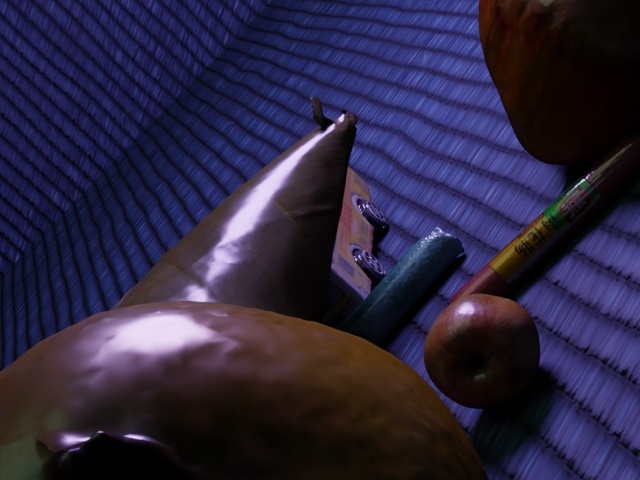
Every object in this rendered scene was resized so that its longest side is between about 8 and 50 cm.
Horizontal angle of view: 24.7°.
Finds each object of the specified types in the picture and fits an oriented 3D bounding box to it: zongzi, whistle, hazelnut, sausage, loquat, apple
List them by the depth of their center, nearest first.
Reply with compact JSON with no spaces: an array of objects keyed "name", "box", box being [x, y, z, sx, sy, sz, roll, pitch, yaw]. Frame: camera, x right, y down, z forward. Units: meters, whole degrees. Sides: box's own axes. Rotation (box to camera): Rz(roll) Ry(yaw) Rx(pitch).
[{"name":"loquat","box":[-0.058,0.198,0.779,0.328,0.328,0.359,-53,-23,-24]},{"name":"apple","box":[0.112,0.075,1.012,0.084,0.084,0.071,-38,9,25]},{"name":"zongzi","box":[-0.068,0.104,1.114,0.418,0.181,0.447,-55,17,8]},{"name":"sausage","box":[0.179,-0.008,1.138,0.223,0.029,0.029,-44,16,7]},{"name":"hazelnut","box":[0.209,-0.170,1.187,0.210,0.186,0.210,-34,33,27]},{"name":"whistle","box":[0.052,0.064,1.268,0.186,0.039,0.039,-47,16,-8]}]

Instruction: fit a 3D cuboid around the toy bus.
[{"name":"toy bus","box":[0.000,0.000,1.426,0.092,0.106,0.268,-41,16,20]}]
